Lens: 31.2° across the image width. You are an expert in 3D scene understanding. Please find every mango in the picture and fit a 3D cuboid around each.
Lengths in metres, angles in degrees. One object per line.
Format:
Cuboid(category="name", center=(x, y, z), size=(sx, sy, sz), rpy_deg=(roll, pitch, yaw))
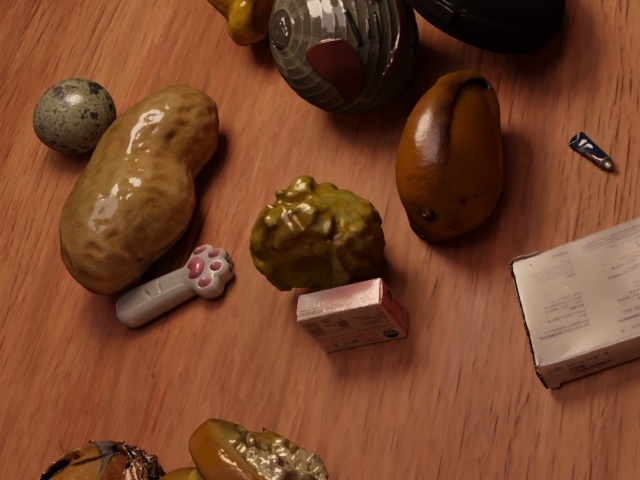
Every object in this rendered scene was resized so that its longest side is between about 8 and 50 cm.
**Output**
Cuboid(category="mango", center=(0.179, -0.121, 1.546), size=(0.136, 0.166, 0.236), rpy_deg=(0, 58, 27))

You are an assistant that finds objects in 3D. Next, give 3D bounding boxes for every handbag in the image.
Cuboid(category="handbag", center=(0.222, -0.385, 1.670), size=(0.093, 0.254, 0.308), rpy_deg=(-66, 34, 35))

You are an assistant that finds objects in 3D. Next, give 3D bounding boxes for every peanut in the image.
Cuboid(category="peanut", center=(-0.279, -0.090, 1.807), size=(0.192, 0.169, 0.387), rpy_deg=(7, 61, 29))

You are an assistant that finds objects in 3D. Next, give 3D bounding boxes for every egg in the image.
Cuboid(category="egg", center=(-0.440, -0.218, 2.031), size=(0.172, 0.132, 0.132), rpy_deg=(-12, 51, 38))

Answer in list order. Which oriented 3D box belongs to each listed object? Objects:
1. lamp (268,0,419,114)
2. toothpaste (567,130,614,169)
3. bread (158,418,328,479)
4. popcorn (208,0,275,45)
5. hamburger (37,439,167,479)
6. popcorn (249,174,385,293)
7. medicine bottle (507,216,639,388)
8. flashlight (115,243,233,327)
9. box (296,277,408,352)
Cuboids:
Cuboid(category="lamp", center=(0.031, -0.304, 1.721), size=(0.233, 0.233, 0.265), rpy_deg=(-30, 61, 10))
Cuboid(category="toothpaste", center=(0.361, -0.117, 1.524), size=(0.027, 0.019, 0.083), rpy_deg=(-57, 42, 17))
Cuboid(category="bread", center=(-0.089, 0.355, 1.325), size=(0.270, 0.211, 0.316), rpy_deg=(-45, 43, -4))
Cuboid(category="popcorn", center=(-0.089, -0.505, 1.924), size=(0.281, 0.316, 0.297), rpy_deg=(-13, 21, 50))
Cuboid(category="hamburger", center=(-0.303, 0.373, 1.521), size=(0.231, 0.107, 0.231), rpy_deg=(-21, 46, 23))
Cuboid(category="popcorn", center=(-0.001, -0.005, 1.560), size=(0.198, 0.197, 0.155), rpy_deg=(6, 61, 35))
Cuboid(category="medicine bottle", center=(0.339, 0.067, 1.377), size=(0.201, 0.052, 0.171), rpy_deg=(-22, 48, 16))
Cuboid(category="flashlight", center=(-0.225, 0.071, 1.736), size=(0.200, 0.047, 0.093), rpy_deg=(-25, 48, 13))
Cuboid(category="box", center=(0.042, 0.100, 1.515), size=(0.125, 0.089, 0.043), rpy_deg=(-13, 51, 23))
